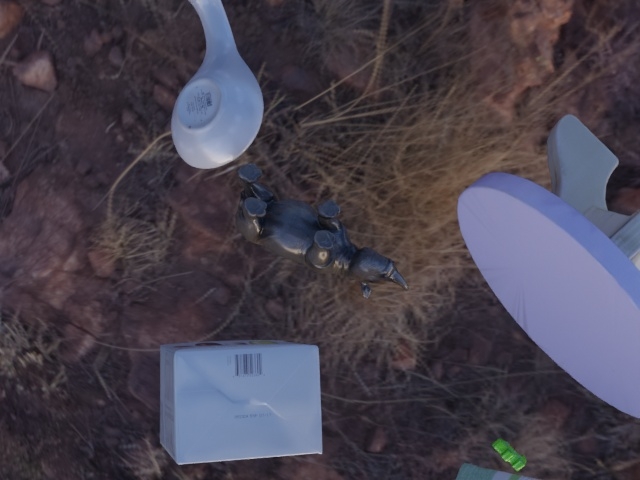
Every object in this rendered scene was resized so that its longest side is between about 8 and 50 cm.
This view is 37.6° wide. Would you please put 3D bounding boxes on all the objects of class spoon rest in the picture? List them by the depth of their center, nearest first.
[{"bbox_3d":[-0.144,-0.224,1.241,0.084,0.137,0.276,25,53,-61],"label":"spoon rest"}]

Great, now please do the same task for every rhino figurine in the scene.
[{"bbox_3d":[0.000,0.000,1.137,0.243,0.106,0.073,27,66,6],"label":"rhino figurine"}]

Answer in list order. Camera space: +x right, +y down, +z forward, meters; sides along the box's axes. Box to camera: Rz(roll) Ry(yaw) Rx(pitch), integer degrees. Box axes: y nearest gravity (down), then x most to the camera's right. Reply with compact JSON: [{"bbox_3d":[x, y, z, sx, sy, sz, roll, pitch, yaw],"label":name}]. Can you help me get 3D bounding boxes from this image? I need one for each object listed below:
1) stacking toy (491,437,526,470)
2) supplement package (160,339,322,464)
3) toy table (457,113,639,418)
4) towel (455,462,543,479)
[{"bbox_3d":[0.304,0.430,1.495,0.221,0.052,0.167,43,111,-5],"label":"stacking toy"},{"bbox_3d":[-0.118,0.217,1.308,0.194,0.203,0.149,0,86,-16],"label":"supplement package"},{"bbox_3d":[0.278,0.016,0.897,0.161,0.252,0.274,-38,91,-23],"label":"toy table"},{"bbox_3d":[0.244,0.379,0.979,0.038,0.325,0.247,39,64,-37],"label":"towel"}]
